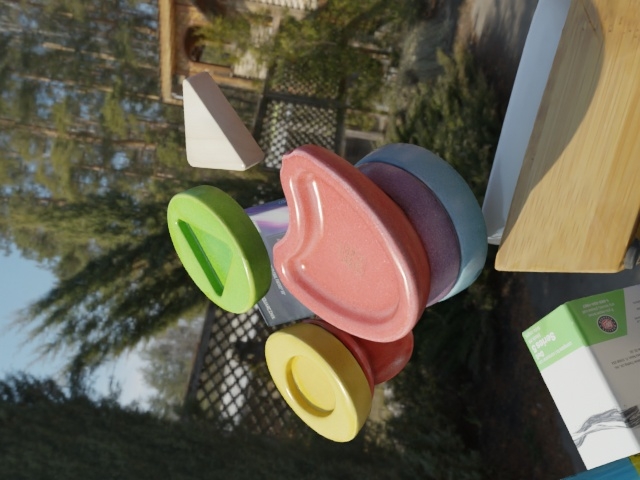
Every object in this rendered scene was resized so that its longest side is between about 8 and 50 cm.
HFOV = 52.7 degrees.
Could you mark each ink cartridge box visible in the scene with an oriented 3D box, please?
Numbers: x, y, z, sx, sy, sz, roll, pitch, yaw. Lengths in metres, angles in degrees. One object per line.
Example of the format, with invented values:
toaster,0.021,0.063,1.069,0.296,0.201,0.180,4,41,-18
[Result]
ink cartridge box,0.429,0.207,0.858,0.115,0.198,0.273,120,136,-56

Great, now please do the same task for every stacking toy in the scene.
stacking toy,0.000,0.000,0.584,0.130,0.279,0.309,-33,-22,-34

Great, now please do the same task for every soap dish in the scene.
soap dish,0.264,-0.088,0.559,0.291,0.118,0.229,-7,-67,-51

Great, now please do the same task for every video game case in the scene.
video game case,0.026,0.012,0.857,0.026,0.274,0.196,-92,-15,-51

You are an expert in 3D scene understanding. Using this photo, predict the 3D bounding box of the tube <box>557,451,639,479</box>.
tube,0.133,0.145,0.333,0.052,0.207,0.080,65,-170,27
